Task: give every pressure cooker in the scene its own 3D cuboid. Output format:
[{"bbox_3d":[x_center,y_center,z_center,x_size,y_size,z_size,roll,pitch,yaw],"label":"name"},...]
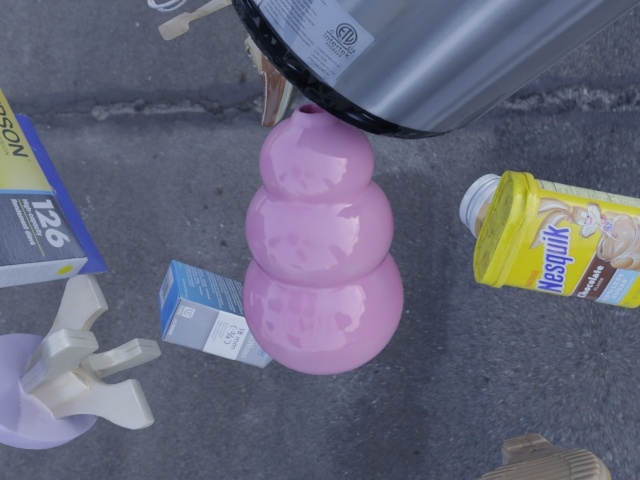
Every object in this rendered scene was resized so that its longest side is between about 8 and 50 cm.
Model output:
[{"bbox_3d":[0.150,-0.326,0.531,0.420,0.369,0.376,-36,51,49],"label":"pressure cooker"}]

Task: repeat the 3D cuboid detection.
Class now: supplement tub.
[{"bbox_3d":[0.391,-0.036,1.242,0.144,0.144,0.199,-54,46,7],"label":"supplement tub"}]

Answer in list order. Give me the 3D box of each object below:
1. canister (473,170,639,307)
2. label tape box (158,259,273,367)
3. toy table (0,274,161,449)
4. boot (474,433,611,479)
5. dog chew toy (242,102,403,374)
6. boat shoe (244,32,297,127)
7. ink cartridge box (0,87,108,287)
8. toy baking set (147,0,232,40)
[{"bbox_3d":[0.261,0.002,0.648,0.169,0.073,0.126,10,127,0],"label":"canister"},{"bbox_3d":[-0.179,0.171,1.376,0.106,0.333,0.240,-66,21,10],"label":"label tape box"},{"bbox_3d":[-0.361,0.189,0.913,0.160,0.274,0.252,-31,84,6],"label":"toy table"},{"bbox_3d":[0.170,0.247,0.408,0.090,0.248,0.207,-18,77,14],"label":"boot"},{"bbox_3d":[0.000,0.000,0.755,0.206,0.206,0.332,15,126,26],"label":"dog chew toy"},{"bbox_3d":[-0.087,-0.393,1.252,0.119,0.122,0.324,14,111,1],"label":"boat shoe"},{"bbox_3d":[-0.443,-0.083,0.837,0.072,0.307,0.304,-36,79,24],"label":"ink cartridge box"},{"bbox_3d":[-0.184,-0.444,1.023,0.196,0.030,0.256,1,83,5],"label":"toy baking set"}]
